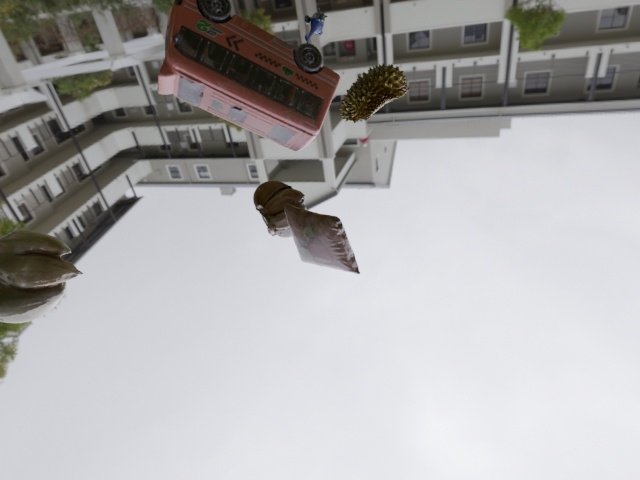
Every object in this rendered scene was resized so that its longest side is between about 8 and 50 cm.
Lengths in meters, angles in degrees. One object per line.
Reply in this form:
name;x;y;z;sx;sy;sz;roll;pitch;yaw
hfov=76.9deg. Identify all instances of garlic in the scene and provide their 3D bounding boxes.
garlic;-0.148;-0.116;1.536;0.191;0.160;0.214;-30;-121;-15
garlic;-0.896;0.108;1.199;0.326;0.278;0.132;14;180;13

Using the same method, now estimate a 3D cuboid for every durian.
durian;0.165;-0.501;1.351;0.250;0.138;0.183;-39;-121;-1

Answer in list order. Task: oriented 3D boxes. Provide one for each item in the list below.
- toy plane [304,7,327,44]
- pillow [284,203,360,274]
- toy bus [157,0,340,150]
toy plane;-0.016;-0.574;1.097;0.054;0.062;0.167;3;-131;20
pillow;0.000;0.000;1.223;0.236;0.223;0.084;16;-134;38
toy bus;-0.186;-0.410;1.029;0.428;0.232;0.203;21;167;-19
